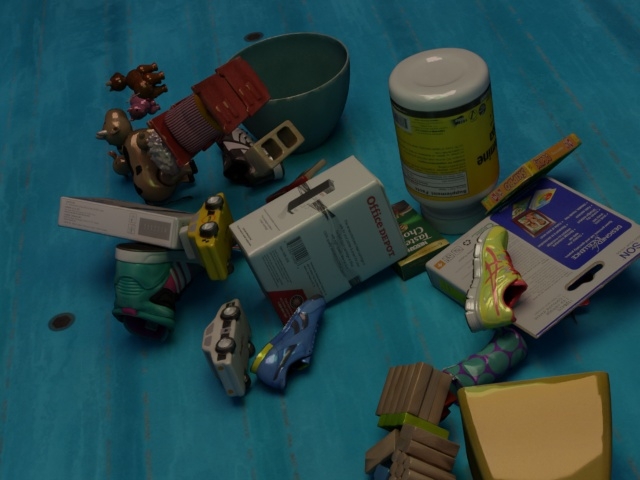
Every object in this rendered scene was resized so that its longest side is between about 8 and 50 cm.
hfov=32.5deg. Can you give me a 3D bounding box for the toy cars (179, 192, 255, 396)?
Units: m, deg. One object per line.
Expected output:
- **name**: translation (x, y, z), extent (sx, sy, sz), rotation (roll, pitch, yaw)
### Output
- **toy cars**: translation (-0.190, 0.095, 1.959), extent (0.087, 0.176, 0.393), rotation (-13, 72, 10)

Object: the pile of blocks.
- **pile of blocks**: translation (0.151, 0.353, 1.661), extent (0.113, 0.149, 0.362), rotation (26, 46, -19)

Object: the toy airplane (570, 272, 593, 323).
- **toy airplane**: translation (0.423, 0.093, 1.948), extent (0.151, 0.028, 0.151), rotation (-9, 38, 8)

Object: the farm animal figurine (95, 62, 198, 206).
- **farm animal figurine**: translation (-0.400, -0.212, 2.428), extent (0.172, 0.330, 0.326), rotation (-22, 67, -15)

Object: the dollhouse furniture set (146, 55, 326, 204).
- **dollhouse furniture set**: translation (-0.144, -0.160, 2.208), extent (0.152, 0.374, 0.201), rotation (-43, 9, -39)

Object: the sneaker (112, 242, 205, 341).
- **sneaker**: translation (-0.300, 0.100, 2.080), extent (0.124, 0.178, 0.295), rotation (10, 3, 22)

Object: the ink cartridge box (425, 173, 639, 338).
- **ink cartridge box**: translation (0.396, 0.037, 1.953), extent (0.304, 0.072, 0.307), rotation (-35, 41, -15)

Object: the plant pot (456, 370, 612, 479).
- **plant pot**: translation (0.316, 0.330, 1.554), extent (0.212, 0.212, 0.187), rotation (-8, 51, 7)

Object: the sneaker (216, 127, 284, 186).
- **sneaker**: translation (-0.185, -0.184, 2.434), extent (0.106, 0.078, 0.234), rotation (-30, 43, -24)

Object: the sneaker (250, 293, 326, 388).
- **sneaker**: translation (-0.036, 0.183, 1.945), extent (0.082, 0.069, 0.209), rotation (29, 52, 16)

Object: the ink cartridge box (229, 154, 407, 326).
- **ink cartridge box**: translation (0.000, 0.000, 2.019), extent (0.273, 0.197, 0.114), rotation (-30, 40, -6)

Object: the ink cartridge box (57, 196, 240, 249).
- **ink cartridge box**: translation (-0.321, -0.034, 2.169), extent (0.296, 0.066, 0.261), rotation (11, 5, 30)

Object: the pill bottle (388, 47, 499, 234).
- **pill bottle**: translation (0.244, -0.182, 2.098), extent (0.188, 0.334, 0.188), rotation (-8, 38, 7)

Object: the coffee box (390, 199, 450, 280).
- **coffee box**: translation (0.163, -0.004, 2.136), extent (0.113, 0.040, 0.184), rotation (-24, 39, -13)

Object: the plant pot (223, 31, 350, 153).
- **plant pot**: translation (-0.065, -0.310, 2.463), extent (0.290, 0.195, 0.290), rotation (-8, 38, 6)

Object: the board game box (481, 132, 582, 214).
- **board game box**: translation (0.403, -0.128, 2.105), extent (0.039, 0.124, 0.259), rotation (50, 39, 6)

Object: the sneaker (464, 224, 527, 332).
- **sneaker**: translation (0.307, 0.065, 1.855), extent (0.094, 0.081, 0.208), rotation (-5, 55, 27)

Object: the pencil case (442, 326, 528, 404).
- **pencil case**: translation (0.270, 0.206, 1.820), extent (0.152, 0.064, 0.070), rotation (-31, 65, -23)
